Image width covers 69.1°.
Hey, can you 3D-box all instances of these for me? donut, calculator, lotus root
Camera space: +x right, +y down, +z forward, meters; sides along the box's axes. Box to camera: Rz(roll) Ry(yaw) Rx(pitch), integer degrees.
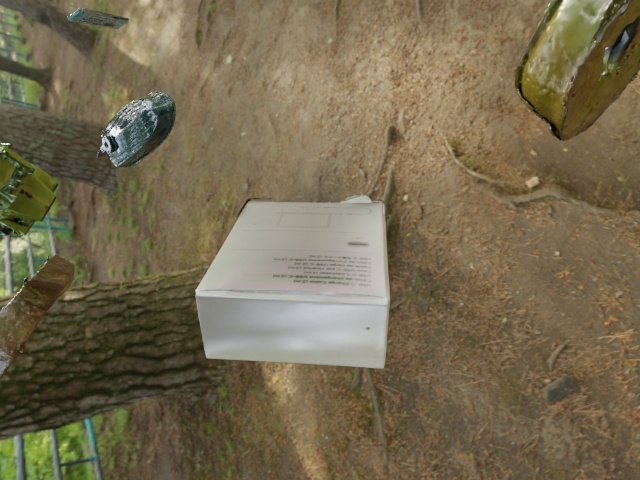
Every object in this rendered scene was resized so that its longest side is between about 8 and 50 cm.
[{"bbox_3d":[0.381,-0.281,0.641,0.107,0.272,0.272,44,119,27],"label":"donut"},{"bbox_3d":[-0.577,-0.581,1.220,0.057,0.172,0.018,-15,102,22],"label":"calculator"},{"bbox_3d":[-0.523,0.133,0.813,0.170,0.075,0.260,-18,40,57],"label":"lotus root"}]

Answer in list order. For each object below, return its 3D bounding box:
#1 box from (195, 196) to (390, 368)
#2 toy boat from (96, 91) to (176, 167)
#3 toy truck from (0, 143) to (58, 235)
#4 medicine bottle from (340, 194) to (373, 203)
[{"bbox_3d":[-0.018,0.037,0.594,0.251,0.204,0.106,-79,-10,-62],"label":"box"},{"bbox_3d":[-0.344,-0.218,0.903,0.246,0.103,0.092,-18,96,44],"label":"toy boat"},{"bbox_3d":[-0.489,-0.103,0.645,0.135,0.259,0.128,8,65,26],"label":"toy truck"},{"bbox_3d":[0.000,0.000,0.989,0.144,0.252,0.144,162,90,-80],"label":"medicine bottle"}]
